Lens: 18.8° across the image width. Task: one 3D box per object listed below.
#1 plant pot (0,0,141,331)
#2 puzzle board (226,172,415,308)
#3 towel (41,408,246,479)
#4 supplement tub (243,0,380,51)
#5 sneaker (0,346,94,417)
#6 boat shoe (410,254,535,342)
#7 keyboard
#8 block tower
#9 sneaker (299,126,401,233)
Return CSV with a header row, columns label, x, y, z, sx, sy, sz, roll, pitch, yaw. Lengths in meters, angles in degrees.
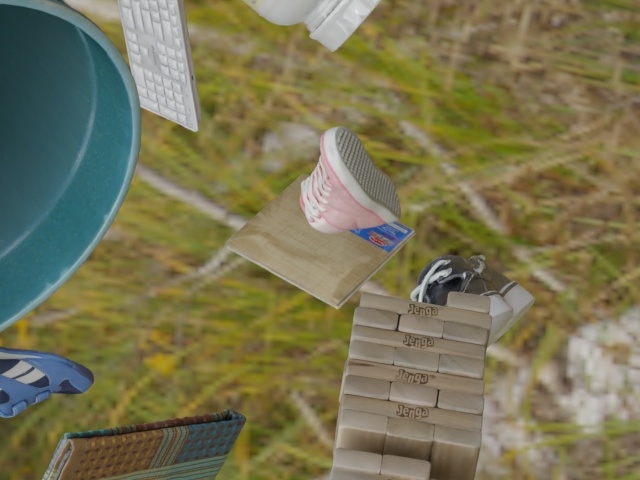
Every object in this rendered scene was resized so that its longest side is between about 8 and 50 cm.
label,x,y,z,sx,sy,sz,roll,pitch,yaw
plant pot,-0.285,-0.103,1.161,0.255,0.271,0.272,50,121,35
puzzle board,0.000,0.000,1.565,0.128,0.096,0.011,28,149,36
towel,-0.262,0.351,2.282,0.040,0.271,0.370,48,123,32
supplement tub,-0.049,-0.378,2.050,0.325,0.235,0.235,39,124,-6
sneaker,-0.251,0.118,1.568,0.053,0.144,0.059,-16,70,53
boat shoe,0.139,0.065,1.961,0.102,0.301,0.108,44,108,8
keyboard,-0.142,-0.202,1.579,0.072,0.014,0.256,20,137,28
block tower,0.047,0.163,1.171,0.335,0.097,0.091,-77,-4,-54
sneaker,0.009,-0.040,1.469,0.070,0.134,0.051,-13,66,16
